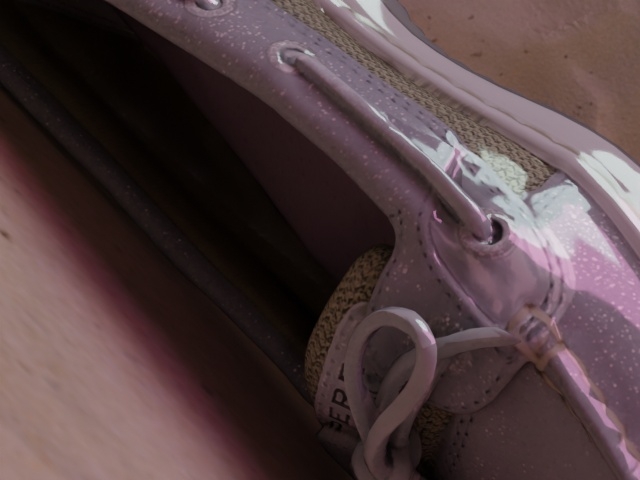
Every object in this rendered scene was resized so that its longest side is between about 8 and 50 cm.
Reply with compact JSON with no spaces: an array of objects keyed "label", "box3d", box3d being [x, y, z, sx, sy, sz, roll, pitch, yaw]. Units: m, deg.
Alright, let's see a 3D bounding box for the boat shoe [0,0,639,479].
[{"label":"boat shoe","box3d":[0.000,-0.002,0.405,0.320,0.103,0.118,52,-32,24]}]
